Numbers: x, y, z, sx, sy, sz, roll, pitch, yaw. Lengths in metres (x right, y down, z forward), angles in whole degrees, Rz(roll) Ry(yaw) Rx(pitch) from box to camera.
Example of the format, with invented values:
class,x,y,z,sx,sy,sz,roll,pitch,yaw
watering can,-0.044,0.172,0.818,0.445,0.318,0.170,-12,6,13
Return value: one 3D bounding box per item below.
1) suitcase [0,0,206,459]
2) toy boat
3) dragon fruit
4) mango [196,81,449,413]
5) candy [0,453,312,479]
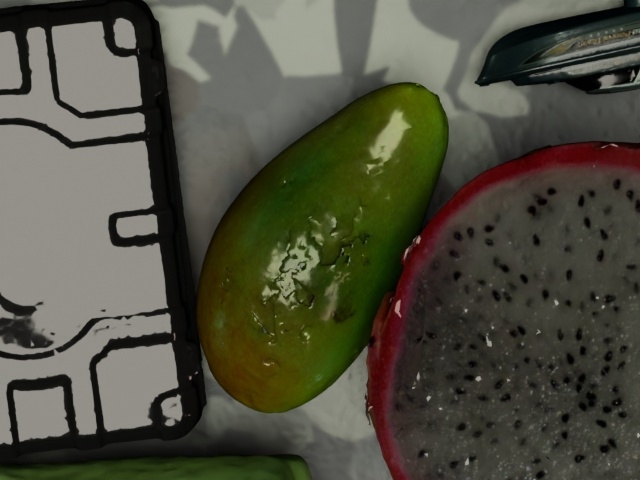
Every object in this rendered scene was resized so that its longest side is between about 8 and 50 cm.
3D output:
class,x,y,z,sx,sy,sz,roll,pitch,yaw
suitcase,-0.188,-0.005,1.175,0.206,0.066,0.286,-6,98,-1
toy boat,0.166,-0.119,1.174,0.141,0.055,0.060,-12,92,-1
dragon fruit,0.202,0.084,1.130,0.305,0.226,0.305,0,89,29
mango,0.000,0.000,1.153,0.111,0.125,0.233,34,104,20
candy,-0.168,0.200,1.163,0.343,0.132,0.142,-5,64,-3
